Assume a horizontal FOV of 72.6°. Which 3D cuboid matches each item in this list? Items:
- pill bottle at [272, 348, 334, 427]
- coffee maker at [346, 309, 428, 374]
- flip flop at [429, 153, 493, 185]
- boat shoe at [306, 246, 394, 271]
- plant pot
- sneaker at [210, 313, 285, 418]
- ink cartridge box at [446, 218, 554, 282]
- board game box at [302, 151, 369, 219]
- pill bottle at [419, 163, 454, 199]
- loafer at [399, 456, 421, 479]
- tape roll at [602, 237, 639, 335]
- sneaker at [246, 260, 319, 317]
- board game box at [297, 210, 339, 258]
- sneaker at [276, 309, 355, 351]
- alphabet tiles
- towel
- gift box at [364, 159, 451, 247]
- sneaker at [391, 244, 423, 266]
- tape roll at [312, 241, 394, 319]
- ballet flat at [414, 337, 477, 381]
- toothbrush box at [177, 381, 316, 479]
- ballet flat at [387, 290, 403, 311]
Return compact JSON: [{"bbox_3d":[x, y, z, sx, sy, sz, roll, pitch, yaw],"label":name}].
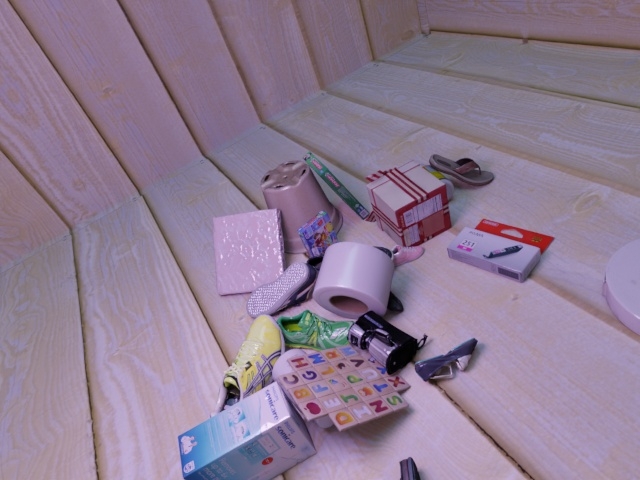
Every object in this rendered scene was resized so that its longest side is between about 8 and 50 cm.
[{"bbox_3d":[-0.033,0.433,1.281,0.131,0.131,0.229,-37,40,-18],"label":"pill bottle"},{"bbox_3d":[0.199,0.306,1.342,0.171,0.120,0.178,0,22,-42],"label":"coffee maker"},{"bbox_3d":[0.597,-0.311,1.828,0.277,0.080,0.112,23,41,4],"label":"flip flop"},{"bbox_3d":[0.099,0.072,1.632,0.340,0.113,0.127,-11,44,29],"label":"boat shoe"},{"bbox_3d":[-0.106,-0.163,1.899,0.334,0.305,0.333,-15,38,12],"label":"plant pot"},{"bbox_3d":[-0.216,0.402,1.338,0.145,0.147,0.384,0,58,23],"label":"sneaker"},{"bbox_3d":[0.626,0.009,1.516,0.275,0.060,0.239,23,57,43],"label":"ink cartridge box"},{"bbox_3d":[0.068,-0.237,1.892,0.046,0.317,0.213,-44,38,6],"label":"board game box"},{"bbox_3d":[0.467,-0.248,1.859,0.117,0.117,0.215,-25,37,-2],"label":"pill bottle"},{"bbox_3d":[0.196,0.625,0.967,0.084,0.096,0.267,-20,39,14],"label":"loafer"},{"bbox_3d":[0.990,0.130,1.170,0.392,0.072,0.392,-15,38,12],"label":"tape roll"},{"bbox_3d":[-0.134,0.200,1.638,0.321,0.127,0.126,-35,58,25],"label":"sneaker"},{"bbox_3d":[0.000,0.000,1.732,0.136,0.201,0.035,-40,40,-21],"label":"board game box"},{"bbox_3d":[-0.018,0.298,1.443,0.296,0.123,0.109,-6,40,21],"label":"sneaker"},{"bbox_3d":[0.071,0.397,1.222,0.343,0.011,0.285,-5,27,-32],"label":"alphabet tiles"},{"bbox_3d":[-0.296,0.047,1.791,0.317,0.053,0.331,-8,82,18],"label":"towel"},{"bbox_3d":[0.319,-0.142,1.698,0.276,0.255,0.258,-23,39,-9],"label":"gift box"},{"bbox_3d":[0.320,0.042,1.624,0.134,0.070,0.051,-24,35,-3],"label":"sneaker"},{"bbox_3d":[0.112,0.139,1.447,0.246,0.246,0.169,-1,55,27],"label":"tape roll"},{"bbox_3d":[0.368,0.347,1.240,0.203,0.074,0.074,-21,37,-7],"label":"ballet flat"},{"bbox_3d":[-0.190,0.544,1.160,0.296,0.216,0.126,-28,38,-8],"label":"toothbrush box"},{"bbox_3d":[0.230,0.196,1.517,0.057,0.049,0.173,-50,31,10],"label":"ballet flat"}]
